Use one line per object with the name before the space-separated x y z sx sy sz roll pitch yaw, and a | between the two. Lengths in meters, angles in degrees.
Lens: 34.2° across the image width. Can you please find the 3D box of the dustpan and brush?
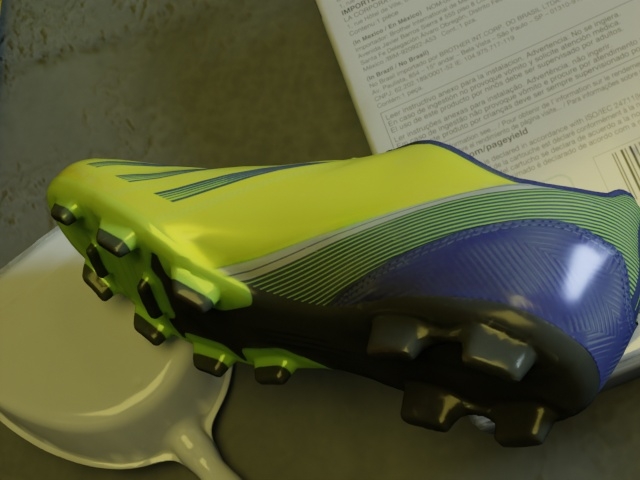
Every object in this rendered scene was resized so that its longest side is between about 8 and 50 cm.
dustpan and brush | -0.087 0.081 0.537 0.147 0.060 0.211 -39 59 -9

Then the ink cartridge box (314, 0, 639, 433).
ink cartridge box | 0.109 -0.084 0.509 0.186 0.065 0.311 -23 71 11

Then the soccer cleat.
soccer cleat | 0.001 0.001 0.464 0.289 0.093 0.121 13 54 32
